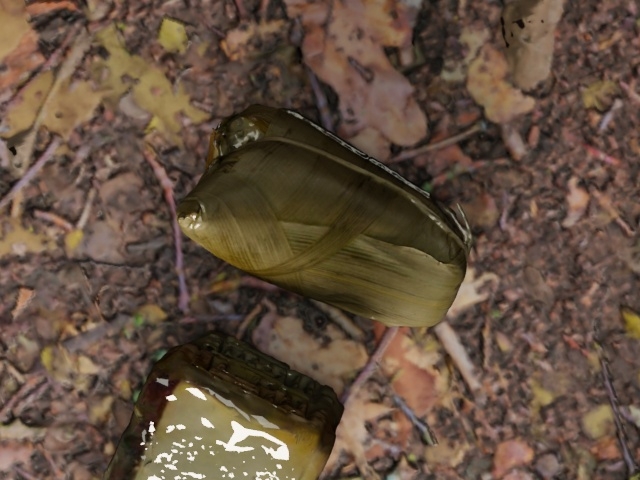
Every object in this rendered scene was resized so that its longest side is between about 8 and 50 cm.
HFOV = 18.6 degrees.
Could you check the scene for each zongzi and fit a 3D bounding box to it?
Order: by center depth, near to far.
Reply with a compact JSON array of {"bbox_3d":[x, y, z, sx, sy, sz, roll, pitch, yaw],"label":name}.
[{"bbox_3d":[0.000,0.000,1.249,0.194,0.197,0.099,29,108,0],"label":"zongzi"}]

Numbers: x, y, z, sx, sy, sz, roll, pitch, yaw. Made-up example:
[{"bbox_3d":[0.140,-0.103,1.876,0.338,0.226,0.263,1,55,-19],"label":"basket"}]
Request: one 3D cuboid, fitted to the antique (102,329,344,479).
[{"bbox_3d":[-0.098,0.210,1.293,0.125,0.150,0.284,26,100,2],"label":"antique"}]
